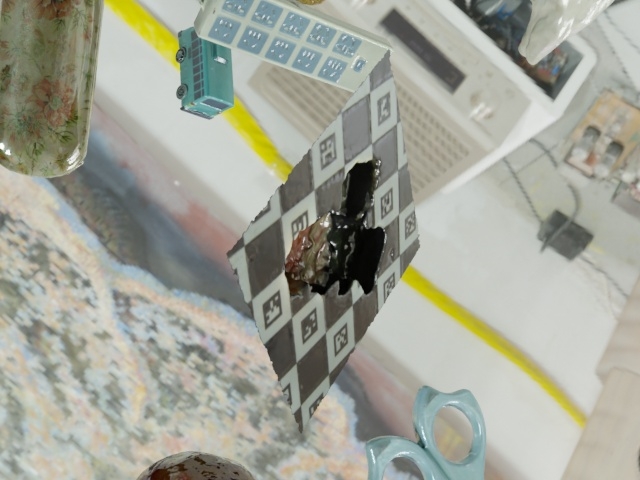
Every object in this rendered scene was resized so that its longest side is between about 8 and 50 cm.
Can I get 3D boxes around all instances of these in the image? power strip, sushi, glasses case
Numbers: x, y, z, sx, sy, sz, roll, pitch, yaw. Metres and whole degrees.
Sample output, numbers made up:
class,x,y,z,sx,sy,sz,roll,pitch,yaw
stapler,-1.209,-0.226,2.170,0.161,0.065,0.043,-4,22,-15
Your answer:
class,x,y,z,sx,sy,sz,roll,pitch,yaw
power strip,-0.032,-0.335,1.427,0.367,0.043,0.106,13,125,-31
sushi,0.000,0.000,1.005,0.069,0.339,0.320,15,142,29
glasses case,-0.435,-0.312,1.375,0.156,0.425,0.098,7,-177,-13

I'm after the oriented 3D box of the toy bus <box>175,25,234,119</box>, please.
class,x,y,z,sx,sy,sz,roll,pitch,yaw
toy bus,-0.207,-0.313,1.564,0.092,0.160,0.079,-17,160,38

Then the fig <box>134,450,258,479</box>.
class,x,y,z,sx,sy,sz,roll,pitch,yaw
fig,-0.146,0.366,0.987,0.235,0.235,0.214,18,173,30

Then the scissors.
class,x,y,z,sx,sy,sz,roll,pitch,yaw
scissors,0.186,0.342,1.019,0.360,0.191,0.029,56,151,-13

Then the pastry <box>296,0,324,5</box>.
class,x,y,z,sx,sy,sz,roll,pitch,yaw
pastry,-0.019,-0.484,1.587,0.097,0.057,0.109,-9,134,17

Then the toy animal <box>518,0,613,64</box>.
class,x,y,z,sx,sy,sz,roll,pitch,yaw
toy animal,0.455,-0.496,1.581,0.188,0.266,0.308,41,131,-21
